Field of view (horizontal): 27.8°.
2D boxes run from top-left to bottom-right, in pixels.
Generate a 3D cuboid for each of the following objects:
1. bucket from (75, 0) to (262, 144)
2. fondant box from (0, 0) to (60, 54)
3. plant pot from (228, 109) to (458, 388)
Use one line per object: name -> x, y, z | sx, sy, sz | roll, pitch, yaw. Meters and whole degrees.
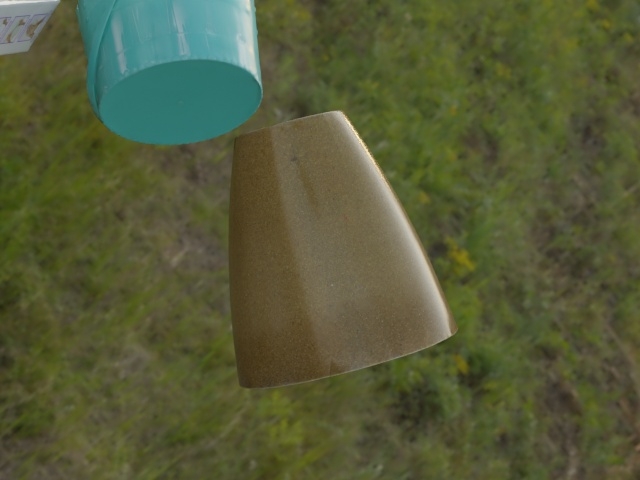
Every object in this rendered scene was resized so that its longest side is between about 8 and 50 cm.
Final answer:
bucket -> -0.217, -0.275, 1.892 | 0.281, 0.281, 0.183 | 19, 53, -47
fondant box -> -0.513, -0.333, 1.635 | 0.238, 0.096, 0.330 | 38, 20, 5
plant pot -> 0.000, 0.000, 1.353 | 0.237, 0.237, 0.254 | -17, 94, -63
